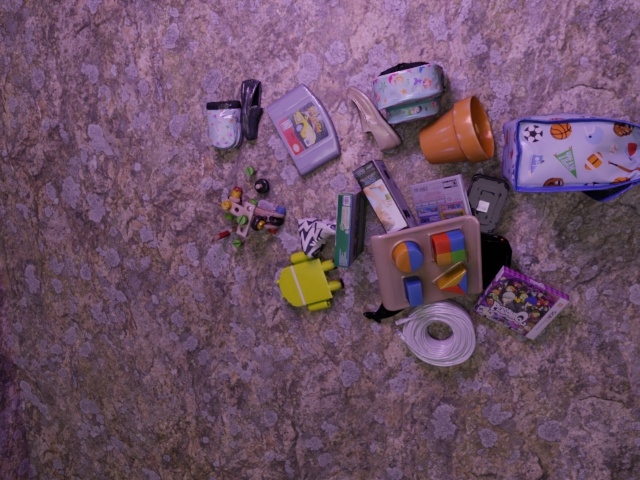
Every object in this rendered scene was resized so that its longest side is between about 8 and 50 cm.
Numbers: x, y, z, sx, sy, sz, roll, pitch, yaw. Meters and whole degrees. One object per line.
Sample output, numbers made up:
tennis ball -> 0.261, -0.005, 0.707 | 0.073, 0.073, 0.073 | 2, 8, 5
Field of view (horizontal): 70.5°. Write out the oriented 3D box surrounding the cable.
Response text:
cable -> 0.435, 0.338, 1.661 | 0.257, 0.089, 0.257 | -33, 94, 24

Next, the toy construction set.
toy construction set -> -0.313, -0.083, 1.730 | 0.309, 0.237, 0.257 | -43, 87, 22

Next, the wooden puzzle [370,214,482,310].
wooden puzzle -> 0.361, 0.096, 1.504 | 0.347, 0.080, 0.322 | -11, 122, 7

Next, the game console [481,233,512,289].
game console -> 0.469, 0.066, 1.579 | 0.361, 0.044, 0.213 | 7, 127, 20

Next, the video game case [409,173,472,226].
video game case -> 0.412, -0.113, 1.545 | 0.212, 0.023, 0.193 | -7, 102, 53

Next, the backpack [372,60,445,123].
backpack -> 0.281, -0.474, 1.439 | 0.225, 0.253, 0.191 | -7, 100, 19

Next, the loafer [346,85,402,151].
loafer -> 0.171, -0.417, 1.569 | 0.092, 0.102, 0.268 | -39, 89, 16

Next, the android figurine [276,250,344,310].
android figurine -> -0.049, 0.164, 1.799 | 0.272, 0.056, 0.248 | -19, 96, 20

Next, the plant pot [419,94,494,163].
plant pot -> 0.433, -0.335, 1.466 | 0.187, 0.205, 0.205 | -14, 98, 37

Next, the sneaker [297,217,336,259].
sneaker -> 0.000, 0.000, 1.684 | 0.235, 0.094, 0.153 | 8, 104, 44

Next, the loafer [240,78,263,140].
loafer -> -0.256, -0.491, 1.704 | 0.078, 0.076, 0.223 | 6, 100, 25

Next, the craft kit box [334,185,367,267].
craft kit box -> 0.111, -0.055, 1.595 | 0.060, 0.246, 0.250 | 7, 104, 19

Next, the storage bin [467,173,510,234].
storage bin -> 0.549, -0.124, 1.523 | 0.122, 0.084, 0.180 | 18, 106, 13

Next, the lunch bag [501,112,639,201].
lunch bag -> 0.741, -0.248, 1.302 | 0.385, 0.328, 0.239 | 0, 105, 15

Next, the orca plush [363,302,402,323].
orca plush -> 0.271, 0.210, 1.680 | 0.287, 0.102, 0.151 | -37, 89, 22

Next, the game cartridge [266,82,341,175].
game cartridge -> -0.054, -0.413, 1.671 | 0.196, 0.060, 0.294 | -28, 93, 18

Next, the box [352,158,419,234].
box -> 0.233, -0.135, 1.573 | 0.087, 0.169, 0.290 | -29, 88, 20

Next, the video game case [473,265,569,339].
video game case -> 0.675, 0.216, 1.541 | 0.232, 0.042, 0.210 | 26, 128, 5

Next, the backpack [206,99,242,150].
backpack -> -0.367, -0.438, 1.733 | 0.151, 0.115, 0.182 | 1, 105, 15
